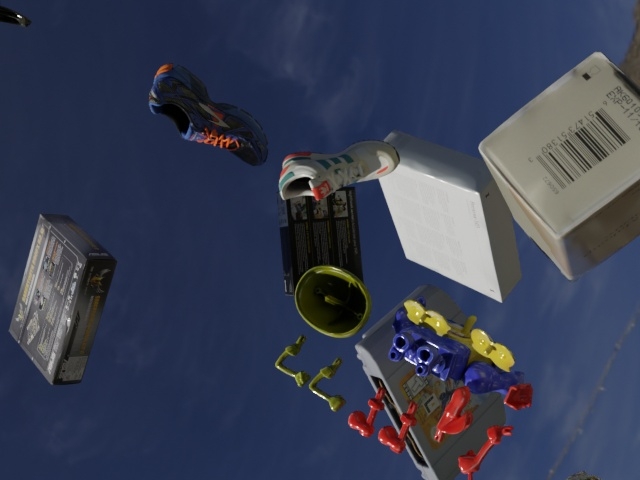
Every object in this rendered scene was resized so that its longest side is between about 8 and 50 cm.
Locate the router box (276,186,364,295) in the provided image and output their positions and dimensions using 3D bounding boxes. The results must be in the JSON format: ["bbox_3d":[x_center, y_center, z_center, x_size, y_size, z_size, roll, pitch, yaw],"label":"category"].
[{"bbox_3d":[0.000,0.000,1.253,0.133,0.046,0.178,-4,-91,-23],"label":"router box"}]

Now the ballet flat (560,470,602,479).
[{"bbox_3d":[0.287,0.380,0.920,0.241,0.077,0.091,-39,-84,-23],"label":"ballet flat"}]

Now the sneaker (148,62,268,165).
[{"bbox_3d":[-0.184,-0.183,1.181,0.221,0.083,0.087,34,-125,-12],"label":"sneaker"}]

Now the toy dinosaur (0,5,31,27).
[{"bbox_3d":[-0.320,-0.261,0.541,0.322,0.218,0.164,-39,-22,-48],"label":"toy dinosaur"}]

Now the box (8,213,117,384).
[{"bbox_3d":[-0.433,0.095,1.222,0.056,0.183,0.231,5,-70,-47],"label":"box"}]

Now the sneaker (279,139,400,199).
[{"bbox_3d":[0.021,-0.081,0.938,0.075,0.161,0.057,-75,-27,-45],"label":"sneaker"}]

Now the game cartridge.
[{"bbox_3d":[0.191,0.231,1.185,0.198,0.062,0.297,-36,-71,-23],"label":"game cartridge"}]

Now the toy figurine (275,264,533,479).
[{"bbox_3d":[0.145,0.170,1.016,0.217,0.363,0.191,8,-78,-51],"label":"toy figurine"}]

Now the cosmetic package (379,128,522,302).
[{"bbox_3d":[0.290,-0.051,1.649,0.097,0.284,0.377,-46,-40,-19],"label":"cosmetic package"}]

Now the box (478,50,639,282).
[{"bbox_3d":[0.283,-0.059,0.795,0.148,0.121,0.311,-40,-22,11],"label":"box"}]
